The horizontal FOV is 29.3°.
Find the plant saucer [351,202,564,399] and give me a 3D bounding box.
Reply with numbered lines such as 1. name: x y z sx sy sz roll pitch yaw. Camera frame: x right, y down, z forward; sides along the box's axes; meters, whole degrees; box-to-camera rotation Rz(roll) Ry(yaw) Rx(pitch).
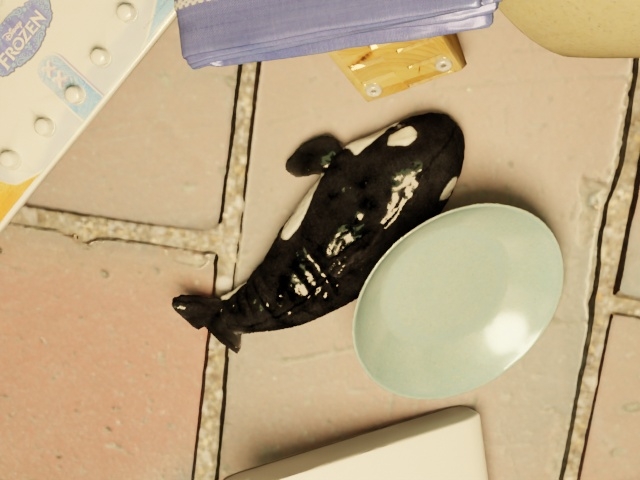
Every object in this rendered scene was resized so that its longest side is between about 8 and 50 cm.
1. plant saucer: 0.111 0.046 1.032 0.195 0.037 0.195 -11 124 -16

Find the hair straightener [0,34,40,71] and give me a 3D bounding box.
1. hair straightener: -0.210 -0.205 1.021 0.089 0.047 0.230 45 109 -4

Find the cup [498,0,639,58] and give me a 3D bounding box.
1. cup: 0.231 -0.261 0.857 0.237 0.331 0.331 -31 100 39

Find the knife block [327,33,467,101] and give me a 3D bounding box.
1. knife block: 0.017 -0.279 0.968 0.088 0.242 0.275 -16 146 22

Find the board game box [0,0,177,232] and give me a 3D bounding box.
1. board game box: -0.330 -0.235 0.999 0.390 0.050 0.390 43 104 3

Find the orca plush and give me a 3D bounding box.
1. orca plush: 0.000 0.000 1.024 0.287 0.102 0.151 -25 100 11

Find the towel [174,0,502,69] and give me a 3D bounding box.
1. towel: -0.002 -0.296 0.839 0.243 0.040 0.336 -6 88 24

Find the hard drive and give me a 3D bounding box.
1. hard drive: 0.054 0.344 1.082 0.233 0.047 0.353 -14 104 -21
